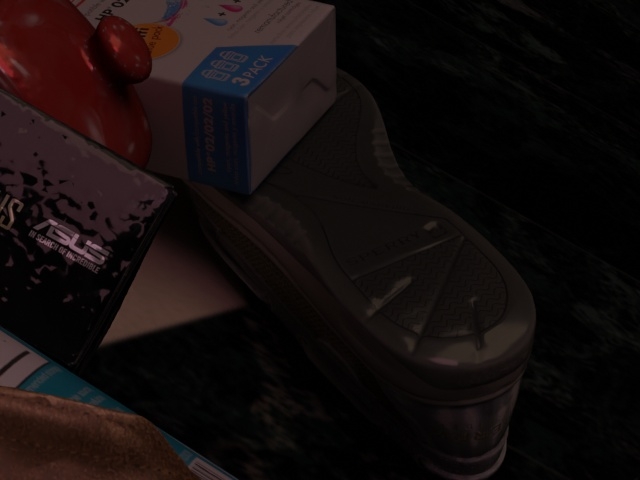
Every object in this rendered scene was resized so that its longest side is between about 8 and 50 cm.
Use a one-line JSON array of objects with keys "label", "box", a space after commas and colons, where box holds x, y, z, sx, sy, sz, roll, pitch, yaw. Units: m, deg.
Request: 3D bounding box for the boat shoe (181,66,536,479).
[{"label": "boat shoe", "box": [0.003, 0.000, 1.040, 0.118, 0.103, 0.320, -21, 44, -24]}]

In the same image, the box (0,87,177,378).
[{"label": "box", "box": [-0.147, 0.000, 0.743, 0.147, 0.077, 0.180, 29, -19, -3]}]

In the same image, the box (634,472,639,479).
[{"label": "box", "box": [0.163, 0.235, 0.555, 0.307, 0.242, 0.076, 41, 25, 20]}]

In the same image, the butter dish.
[{"label": "butter dish", "box": [-0.132, -0.064, 0.919, 0.160, 0.118, 0.160, 55, 18, -13]}]

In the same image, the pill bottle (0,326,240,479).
[{"label": "pill bottle", "box": [-0.127, 0.096, 0.609, 0.264, 0.146, 0.146, 32, 23, 4]}]

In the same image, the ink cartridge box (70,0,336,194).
[{"label": "ink cartridge box", "box": [-0.094, -0.093, 1.028, 0.181, 0.061, 0.104, 14, 38, 22]}]

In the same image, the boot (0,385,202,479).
[{"label": "boot", "box": [-0.175, 0.092, 0.494, 0.305, 0.115, 0.112, 3, -15, -5]}]
